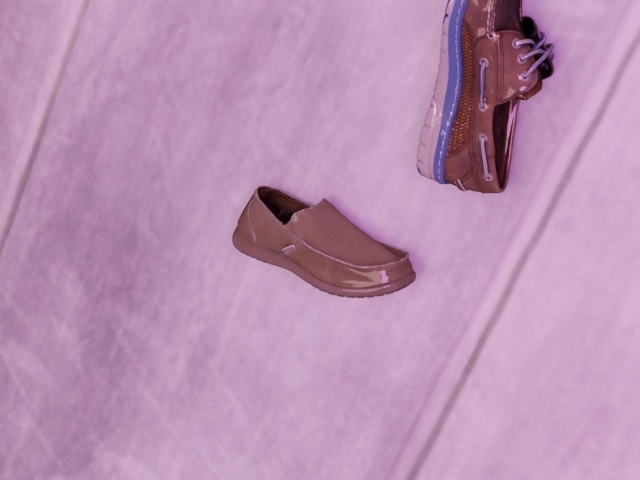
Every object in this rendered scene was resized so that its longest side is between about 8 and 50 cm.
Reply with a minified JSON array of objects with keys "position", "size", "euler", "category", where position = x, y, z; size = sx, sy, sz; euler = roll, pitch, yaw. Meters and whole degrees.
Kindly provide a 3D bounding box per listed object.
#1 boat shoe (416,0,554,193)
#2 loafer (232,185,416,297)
[{"position":[0.115,-0.115,1.073],"size":[0.066,0.066,0.183],"euler":[23,123,21],"category":"boat shoe"},{"position":[0.000,0.000,1.173],"size":[0.148,0.056,0.050],"euler":[17,116,28],"category":"loafer"}]
